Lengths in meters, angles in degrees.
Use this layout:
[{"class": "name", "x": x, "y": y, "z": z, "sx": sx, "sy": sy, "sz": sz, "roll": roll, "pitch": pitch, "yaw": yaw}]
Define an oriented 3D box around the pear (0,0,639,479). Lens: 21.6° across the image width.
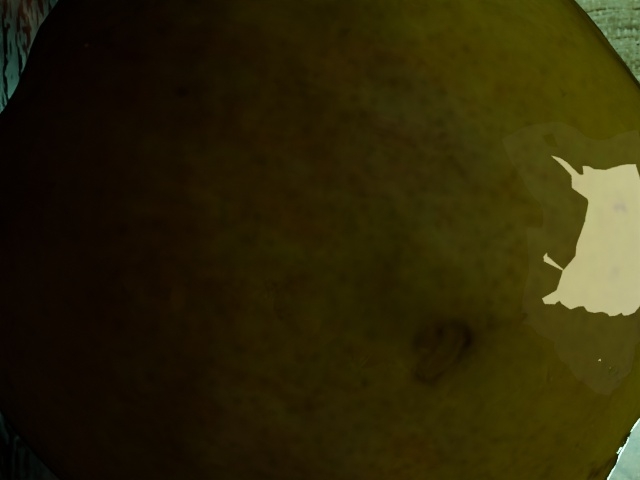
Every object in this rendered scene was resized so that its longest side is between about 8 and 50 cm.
[{"class": "pear", "x": 0.000, "y": 0.000, "z": 0.463, "sx": 0.200, "sy": 0.200, "sz": 0.200, "roll": -5, "pitch": 90, "yaw": -82}]
